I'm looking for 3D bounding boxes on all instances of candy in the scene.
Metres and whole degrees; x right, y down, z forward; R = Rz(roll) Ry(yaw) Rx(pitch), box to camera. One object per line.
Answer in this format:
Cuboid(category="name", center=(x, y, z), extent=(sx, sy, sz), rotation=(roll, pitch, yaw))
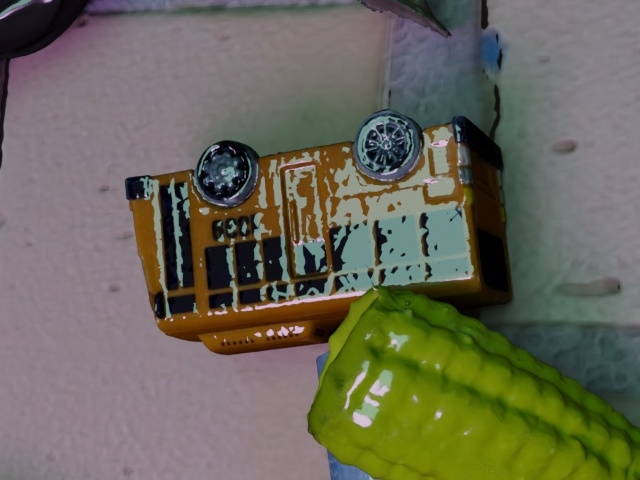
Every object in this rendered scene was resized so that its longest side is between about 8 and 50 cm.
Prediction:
Cuboid(category="candy", center=(0.094, 0.100, 0.731), extent=(0.209, 0.097, 0.097), rotation=(27, 92, -10))

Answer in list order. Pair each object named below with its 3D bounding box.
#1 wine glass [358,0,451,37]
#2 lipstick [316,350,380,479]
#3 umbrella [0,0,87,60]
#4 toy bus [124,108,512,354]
Cuboid(category="wine glass", center=(0.104, -0.243, 0.823), extent=(0.074, 0.074, 0.262), rotation=(29, 92, 23))
Cuboid(category="lipstick", center=(0.050, 0.191, 0.770), extent=(0.061, 0.068, 0.274), rotation=(-29, 66, 49))
Cuboid(category="umbrella", center=(-0.258, -0.102, 0.924), extent=(0.118, 0.118, 0.340), rotation=(43, 98, 22))
Cuboid(category="toy bus", center=(0.000, 0.000, 0.808), extent=(0.201, 0.098, 0.114), rotation=(-9, 80, 18))
